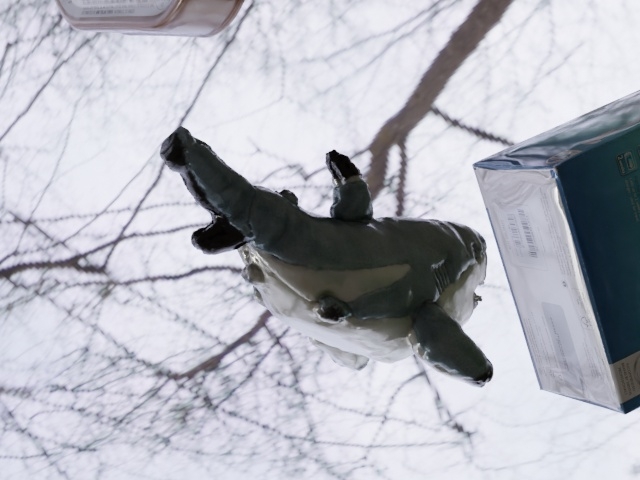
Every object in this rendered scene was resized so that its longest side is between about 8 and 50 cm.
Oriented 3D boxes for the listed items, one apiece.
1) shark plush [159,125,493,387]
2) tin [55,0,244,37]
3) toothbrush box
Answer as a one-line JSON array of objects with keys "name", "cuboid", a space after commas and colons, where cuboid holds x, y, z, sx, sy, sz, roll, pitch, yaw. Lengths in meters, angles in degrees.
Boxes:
[{"name": "shark plush", "cuboid": [0.000, 0.000, 0.512, 0.161, 0.073, 0.067, 25, -106, -30]}, {"name": "tin", "cuboid": [-0.091, -0.158, 0.720, 0.040, 0.190, 0.106, 1, -84, -33]}, {"name": "toothbrush box", "cuboid": [0.305, -0.018, 1.199, 0.296, 0.126, 0.216, -25, -75, -21]}]
